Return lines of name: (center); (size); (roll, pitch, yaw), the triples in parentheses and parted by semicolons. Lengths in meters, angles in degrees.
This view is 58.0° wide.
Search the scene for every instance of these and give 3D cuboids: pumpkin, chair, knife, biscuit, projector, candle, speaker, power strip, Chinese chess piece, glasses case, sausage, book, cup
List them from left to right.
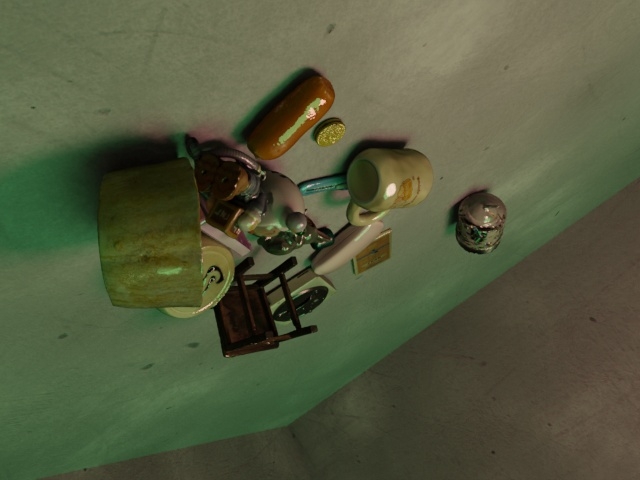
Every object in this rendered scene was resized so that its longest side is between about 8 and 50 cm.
pumpkin: (-0.360, -0.012, 1.199); (0.199, 0.332, 0.332); (-4, 146, -23)
Chinese chess piece: (-0.346, 0.087, 1.531); (0.250, 0.101, 0.250); (-29, 137, -30)
power strip: (-0.259, -0.043, 1.458); (0.037, 0.109, 0.279); (-34, 154, 6)
chair: (-0.233, 0.236, 1.740); (0.203, 0.240, 0.416); (-2, 157, -43)
sausage: (-0.067, -0.264, 1.273); (0.238, 0.098, 0.098); (-40, 153, 18)
projector: (-0.081, 0.222, 2.156); (0.257, 0.079, 0.259); (-33, 156, 6)
speaker: (-0.002, -0.005, 1.867); (0.075, 0.060, 0.094); (-18, -172, -22)
biscuit: (0.024, -0.267, 1.434); (0.084, 0.023, 0.084); (-23, 154, -12)
knife: (0.032, -0.155, 1.637); (0.222, 0.031, 0.064); (-13, 148, -31)
glasses case: (0.090, 0.018, 1.963); (0.297, 0.075, 0.113); (-40, 153, 23)
book: (0.197, 0.049, 2.194); (0.170, 0.018, 0.241); (-27, 154, -6)
cup: (0.165, -0.158, 1.638); (0.202, 0.173, 0.255); (-8, 167, -40)
candle: (0.611, -0.082, 2.185); (0.187, 0.187, 0.330); (-27, 153, -4)

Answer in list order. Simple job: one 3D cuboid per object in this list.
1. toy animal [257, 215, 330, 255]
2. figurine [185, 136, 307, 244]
toy animal: (-0.074, -0.023, 1.713); (0.138, 0.108, 0.236); (-12, -177, 36)
figurine: (-0.156, -0.088, 1.351); (0.186, 0.261, 0.382); (-57, 160, 4)
